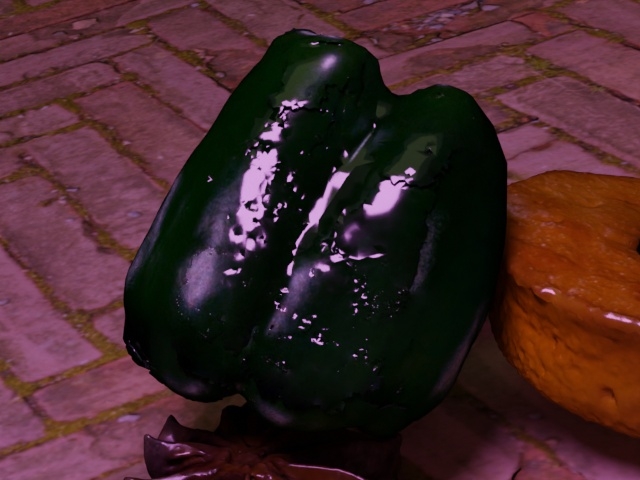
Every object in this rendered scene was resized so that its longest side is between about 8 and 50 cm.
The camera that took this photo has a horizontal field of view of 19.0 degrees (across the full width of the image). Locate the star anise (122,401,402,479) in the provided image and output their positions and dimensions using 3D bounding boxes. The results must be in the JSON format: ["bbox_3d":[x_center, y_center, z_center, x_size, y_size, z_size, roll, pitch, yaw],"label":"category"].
[{"bbox_3d":[-0.024,0.179,1.254,0.214,0.099,0.220,26,23,27],"label":"star anise"}]

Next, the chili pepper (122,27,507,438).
[{"bbox_3d":[0.000,0.000,1.285,0.233,0.256,0.248,22,-2,-17],"label":"chili pepper"}]

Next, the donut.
[{"bbox_3d":[0.257,0.048,1.334,0.303,0.110,0.303,7,25,-3],"label":"donut"}]
